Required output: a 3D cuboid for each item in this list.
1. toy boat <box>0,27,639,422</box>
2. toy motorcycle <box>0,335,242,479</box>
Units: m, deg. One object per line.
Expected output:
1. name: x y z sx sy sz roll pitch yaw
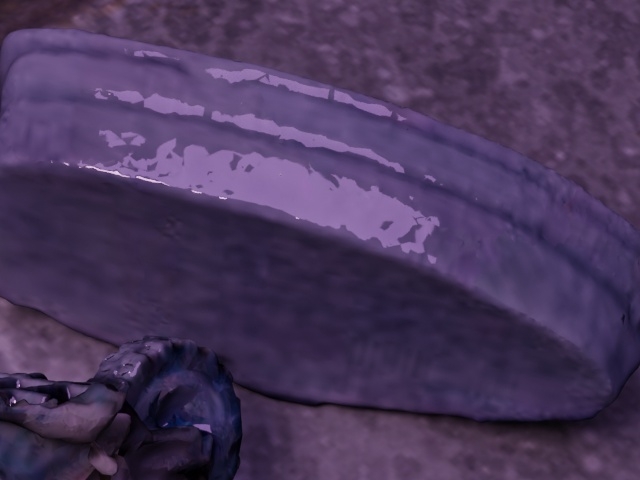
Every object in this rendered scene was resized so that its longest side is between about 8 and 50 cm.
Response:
1. toy boat: 0.000 0.000 0.782 0.283 0.127 0.078 16 51 -1
2. toy motorcycle: -0.115 0.135 0.658 0.239 0.108 0.204 0 92 -36
